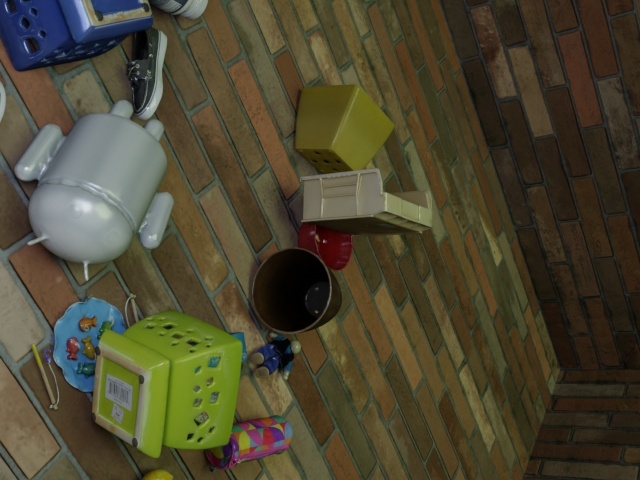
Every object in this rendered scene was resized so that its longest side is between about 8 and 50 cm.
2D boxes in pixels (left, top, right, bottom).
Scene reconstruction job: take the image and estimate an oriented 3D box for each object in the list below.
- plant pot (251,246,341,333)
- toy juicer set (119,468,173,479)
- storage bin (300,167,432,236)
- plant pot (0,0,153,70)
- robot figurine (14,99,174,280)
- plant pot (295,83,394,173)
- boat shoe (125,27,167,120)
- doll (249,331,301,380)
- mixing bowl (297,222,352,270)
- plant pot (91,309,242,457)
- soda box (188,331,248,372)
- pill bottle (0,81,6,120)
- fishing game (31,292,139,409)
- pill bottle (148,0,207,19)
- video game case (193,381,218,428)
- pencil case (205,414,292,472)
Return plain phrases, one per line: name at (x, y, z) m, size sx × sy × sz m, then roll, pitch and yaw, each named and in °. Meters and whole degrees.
plant pot at (-0.034, 0.144, 1.998) m, size 0.230 × 0.215 × 0.216 m, roll 28°, pitch 60°, yaw -66°
toy juicer set at (-0.324, 0.586, 1.591) m, size 0.329 × 0.089 × 0.209 m, roll 24°, pitch 52°, yaw -41°
storage bin at (0.125, -0.094, 2.024) m, size 0.262 × 0.260 × 0.123 m, roll 15°, pitch 75°, yaw -52°
plant pot at (-0.472, -0.472, 1.460) m, size 0.236 × 0.212 × 0.236 m, roll -35°, pitch 113°, yaw -52°
robot figurine at (-0.421, -0.100, 1.470) m, size 0.299 × 0.199 × 0.354 m, roll 30°, pitch 56°, yaw -16°
plant pot at (0.048, -0.302, 2.185) m, size 0.212 × 0.212 × 0.187 m, roll 39°, pitch 67°, yaw -44°
boat shoe at (-0.389, -0.374, 1.677) m, size 0.076 × 0.080 × 0.229 m, roll 26°, pitch 62°, yaw -43°
doll at (-0.108, 0.298, 1.972) m, size 0.189 × 0.046 × 0.129 m, roll -21°, pitch 92°, yaw -60°
mixing bowl at (0.000, 0.000, 2.134) m, size 0.181 × 0.098 × 0.182 m, roll 17°, pitch 69°, yaw -53°
plant pot at (-0.312, 0.281, 1.502) m, size 0.207 × 0.228 × 0.227 m, roll -5°, pitch 107°, yaw -49°
soda box at (-0.260, 0.262, 1.746) m, size 0.210 × 0.067 × 0.071 m, roll -9°, pitch 91°, yaw -55°
pill bottle at (-0.640, -0.246, 1.259) m, size 0.208 × 0.119 × 0.119 m, roll 18°, pitch 70°, yaw -52°
fishing game at (-0.445, 0.204, 1.522) m, size 0.264 × 0.041 × 0.189 m, roll -25°, pitch 107°, yaw -54°
pill bottle at (-0.346, -0.578, 1.747) m, size 0.180 × 0.107 × 0.108 m, roll 17°, pitch 70°, yaw -53°
video game case at (-0.256, 0.381, 1.729) m, size 0.011 × 0.087 × 0.122 m, roll 114°, pitch -12°, yaw -65°
pencil case at (-0.166, 0.477, 1.812) m, size 0.236 × 0.104 × 0.105 m, roll 0°, pitch 83°, yaw -54°
